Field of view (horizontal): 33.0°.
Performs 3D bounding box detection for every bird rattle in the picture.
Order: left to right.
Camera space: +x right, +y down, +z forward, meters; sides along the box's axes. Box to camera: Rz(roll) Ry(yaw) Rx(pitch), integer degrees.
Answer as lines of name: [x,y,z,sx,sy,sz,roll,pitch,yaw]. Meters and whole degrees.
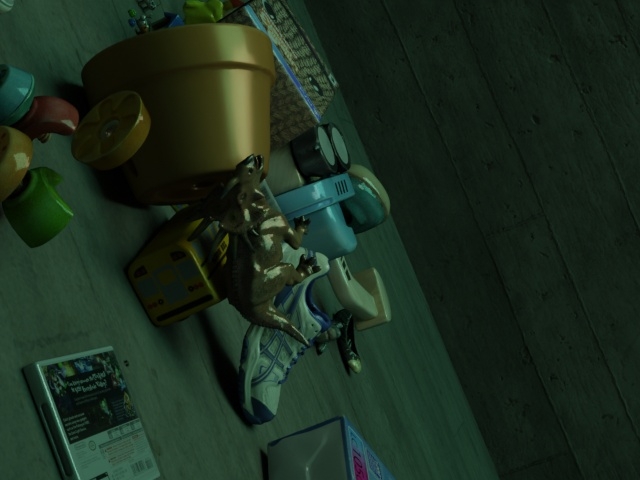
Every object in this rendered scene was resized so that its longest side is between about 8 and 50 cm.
bird rattle: [-0.177,-0.489,2.314,0.143,0.253,0.207,63,-10,-16]

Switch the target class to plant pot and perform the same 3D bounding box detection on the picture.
plant pot: [-0.194,-0.174,1.607,0.291,0.290,0.204,18,58,-73]

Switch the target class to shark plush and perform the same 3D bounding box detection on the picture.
shark plush: [0.026,0.195,2.299,0.073,0.067,0.161,68,13,7]

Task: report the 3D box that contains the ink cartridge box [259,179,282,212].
ink cartridge box: [-0.166,-0.148,1.937,0.232,0.066,0.189,57,-2,18]

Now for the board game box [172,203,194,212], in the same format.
board game box: [-0.205,-0.078,1.886,0.170,0.048,0.141,-98,162,-48]

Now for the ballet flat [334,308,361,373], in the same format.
ballet flat: [0.068,0.225,2.459,0.057,0.049,0.173,50,21,-49]

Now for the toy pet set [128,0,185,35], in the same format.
toy pet set: [-0.303,-0.417,2.032,0.114,0.065,0.122,54,19,-44]

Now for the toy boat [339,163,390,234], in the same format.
toy boat: [-0.014,-0.117,2.395,0.318,0.267,0.148,48,52,-25]

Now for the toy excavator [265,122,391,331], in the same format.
toy excavator: [0.000,0.000,2.227,0.433,0.222,0.445,-24,96,-75]

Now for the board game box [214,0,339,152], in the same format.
board game box: [-0.100,-0.305,1.929,0.232,0.141,0.291,56,18,-13]

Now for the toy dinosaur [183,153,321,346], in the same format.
toy dinosaur: [-0.099,0.025,1.528,0.200,0.127,0.296,-28,109,-66]

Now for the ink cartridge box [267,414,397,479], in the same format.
ink cartridge box: [0.068,0.507,1.753,0.270,0.151,0.395,-96,161,-44]

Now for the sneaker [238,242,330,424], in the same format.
sneaker: [-0.053,0.154,1.700,0.112,0.130,0.297,-63,160,-79]

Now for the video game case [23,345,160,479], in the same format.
video game case: [-0.259,0.213,1.241,0.173,0.022,0.190,69,14,5]

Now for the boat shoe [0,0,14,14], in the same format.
boat shoe: [-0.445,-0.415,1.424,0.228,0.081,0.079,67,13,2]

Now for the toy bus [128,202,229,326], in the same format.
toy bus: [-0.186,0.025,1.663,0.130,0.108,0.333,62,14,-13]

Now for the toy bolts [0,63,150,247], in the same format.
toy bolts: [-0.332,-0.146,1.218,0.158,0.218,0.228,47,5,-41]
